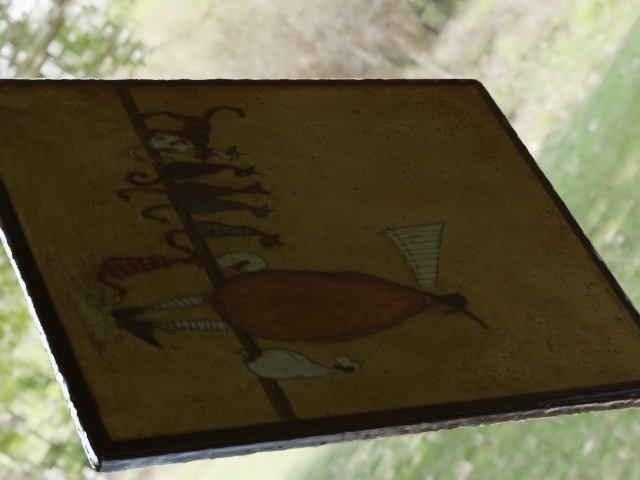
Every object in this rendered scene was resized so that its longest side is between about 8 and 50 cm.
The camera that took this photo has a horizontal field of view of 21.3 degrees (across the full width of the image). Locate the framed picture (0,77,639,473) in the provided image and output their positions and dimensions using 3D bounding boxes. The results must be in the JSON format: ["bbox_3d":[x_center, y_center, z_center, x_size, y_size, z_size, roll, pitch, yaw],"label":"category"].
[{"bbox_3d":[0.000,0.000,0.882,0.255,0.338,0.014,62,141,37],"label":"framed picture"}]
